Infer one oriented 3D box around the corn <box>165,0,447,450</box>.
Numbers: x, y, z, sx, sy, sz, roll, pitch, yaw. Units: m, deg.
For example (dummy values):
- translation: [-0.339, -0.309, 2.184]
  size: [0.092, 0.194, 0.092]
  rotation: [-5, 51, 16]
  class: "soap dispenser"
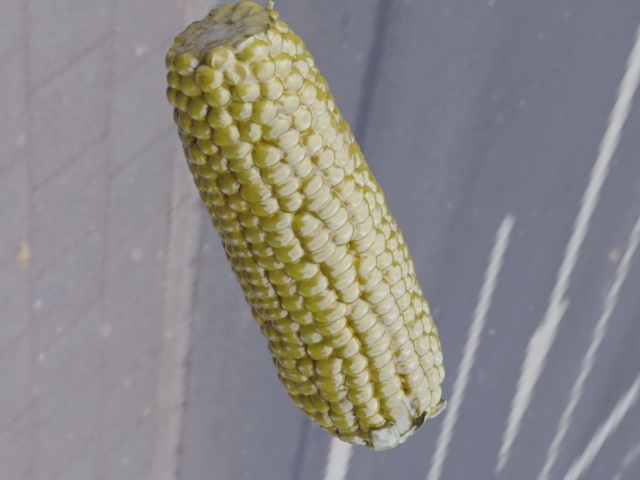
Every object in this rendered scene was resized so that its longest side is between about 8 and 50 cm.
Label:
- translation: [-0.005, 0.000, 0.741]
  size: [0.091, 0.091, 0.260]
  rotation: [-66, 143, -47]
  class: "corn"
